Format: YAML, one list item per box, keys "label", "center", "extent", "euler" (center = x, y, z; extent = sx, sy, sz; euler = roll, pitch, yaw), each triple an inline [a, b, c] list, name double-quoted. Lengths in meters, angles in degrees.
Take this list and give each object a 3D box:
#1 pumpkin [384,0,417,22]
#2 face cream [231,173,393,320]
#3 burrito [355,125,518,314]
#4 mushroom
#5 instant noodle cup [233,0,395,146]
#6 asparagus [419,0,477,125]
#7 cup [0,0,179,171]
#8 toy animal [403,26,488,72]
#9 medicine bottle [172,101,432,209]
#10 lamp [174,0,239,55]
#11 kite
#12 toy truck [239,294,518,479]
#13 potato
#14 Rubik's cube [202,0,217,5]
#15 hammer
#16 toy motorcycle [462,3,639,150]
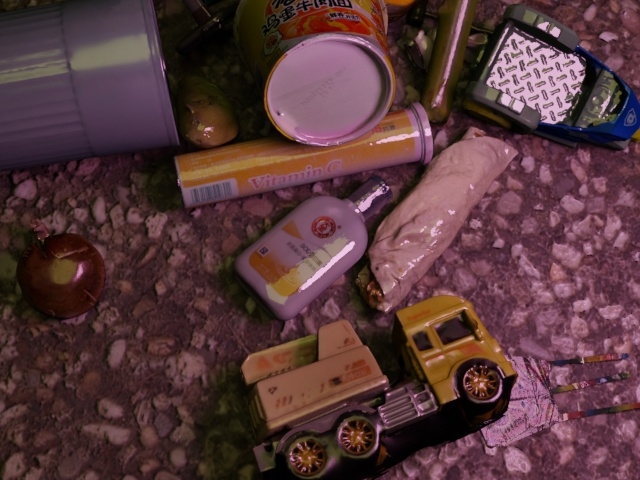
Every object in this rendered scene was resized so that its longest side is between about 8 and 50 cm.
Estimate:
- label: "pumpkin"
  center: [0.021, -0.481, 1.635]
  extent: [0.317, 0.139, 0.222]
  euler: [-5, 78, -22]
- label: "face cream"
  center: [0.000, 0.000, 1.546]
  extent: [0.291, 0.071, 0.144]
  euler: [-39, 70, -15]
- label: "burrito"
  center: [0.186, -0.045, 1.581]
  extent: [0.117, 0.076, 0.392]
  euler: [33, 70, 19]
- label: "mushroom"
  center: [-0.417, 0.040, 1.492]
  extent: [0.135, 0.080, 0.171]
  euler: [-28, 80, -24]
- label: "instant noodle cup"
  center: [0.000, -0.288, 1.488]
  extent: [0.264, 0.264, 0.200]
  euler: [-5, 42, -7]
- label: "asparagus"
  center: [0.222, -0.332, 1.618]
  extent: [0.067, 0.060, 0.278]
  euler: [6, 103, -23]
- label: "cup"
  center: [-0.401, -0.270, 1.466]
  extent: [0.311, 0.331, 0.257]
  euler: [-11, 55, -6]
- label: "toy animal"
  center: [0.222, -0.351, 1.682]
  extent: [0.124, 0.071, 0.085]
  euler: [-25, 76, -13]
- label: "medicine bottle"
  center: [-0.030, -0.142, 1.573]
  extent: [0.425, 0.108, 0.108]
  euler: [-12, 74, -9]
- label: "lamp"
  center: [-0.282, -0.444, 1.632]
  extent: [0.283, 0.203, 0.124]
  euler: [59, 31, 1]
- label: "kite"
  center: [0.385, 0.248, 1.540]
  extent: [0.285, 0.015, 0.152]
  euler: [-6, 76, -5]
- label: "toy truck"
  center: [0.079, 0.230, 1.432]
  extent: [0.405, 0.181, 0.254]
  euler: [-21, 68, -8]
- label: "potato"
  center: [-0.195, -0.213, 1.568]
  extent: [0.105, 0.085, 0.188]
  euler: [8, 35, -28]
- label: "Rubik's cube"
  center: [-0.128, -0.617, 1.733]
  extent: [0.250, 0.284, 0.234]
  euler: [-12, 49, -35]
- label: "hammer"
  center: [0.305, -0.385, 1.727]
  extent: [0.292, 0.029, 0.058]
  euler: [16, 74, -2]
- label: "toy motorcycle"
  center: [0.420, -0.250, 1.592]
  extent: [0.326, 0.200, 0.191]
  euler: [25, 93, -3]
